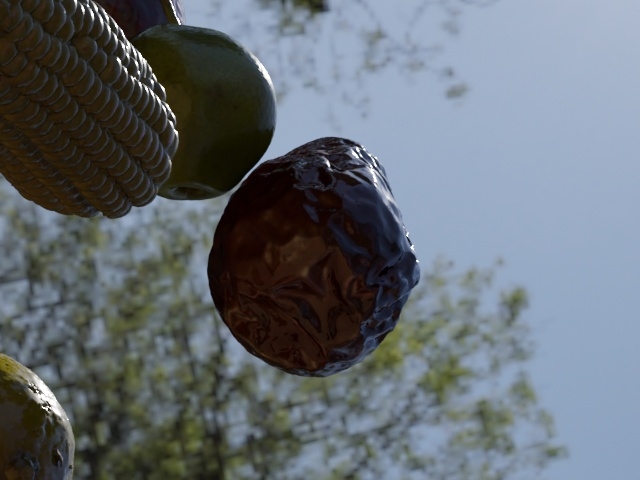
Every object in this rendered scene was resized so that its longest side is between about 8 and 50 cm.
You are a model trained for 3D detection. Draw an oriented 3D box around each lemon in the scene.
[{"bbox_3d":[-0.360,0.212,1.697,0.263,0.236,0.236,36,-50,45],"label":"lemon"}]

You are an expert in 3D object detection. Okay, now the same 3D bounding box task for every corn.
[{"bbox_3d":[-0.189,-0.110,1.127,0.130,0.130,0.347,63,6,27],"label":"corn"}]

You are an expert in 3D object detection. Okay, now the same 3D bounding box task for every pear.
[{"bbox_3d":[-0.135,-0.149,1.731,0.166,0.180,0.216,127,-40,-67],"label":"pear"}]

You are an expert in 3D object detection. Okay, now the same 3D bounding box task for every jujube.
[{"bbox_3d":[0.000,0.000,1.771,0.342,0.216,0.216,-65,156,-69],"label":"jujube"}]

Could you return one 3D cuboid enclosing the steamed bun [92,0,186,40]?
[{"bbox_3d":[-0.308,-0.272,2.156,0.241,0.374,0.375,-15,-94,36],"label":"steamed bun"}]
